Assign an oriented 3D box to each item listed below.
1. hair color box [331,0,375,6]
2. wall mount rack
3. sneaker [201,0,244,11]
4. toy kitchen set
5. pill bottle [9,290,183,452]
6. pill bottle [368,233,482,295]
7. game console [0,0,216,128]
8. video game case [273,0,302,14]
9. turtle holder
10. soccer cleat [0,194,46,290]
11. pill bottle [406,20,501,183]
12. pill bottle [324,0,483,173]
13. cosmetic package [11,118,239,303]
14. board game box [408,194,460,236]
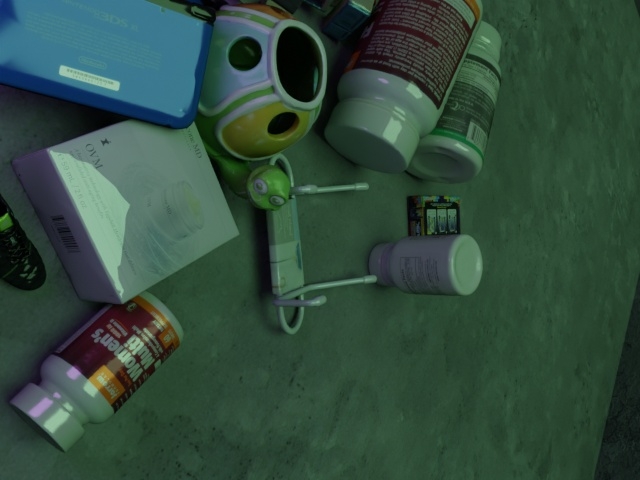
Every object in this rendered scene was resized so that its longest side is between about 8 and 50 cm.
[{"bbox_3d":[0.046,-0.529,1.228,0.141,0.072,0.043,0,90,-45],"label":"hair color box"},{"bbox_3d":[0.000,0.000,1.133,0.304,0.131,0.349,-15,101,-67],"label":"wall mount rack"},{"bbox_3d":[-0.180,-0.432,1.007,0.178,0.072,0.077,21,63,-48],"label":"sneaker"},{"bbox_3d":[-0.026,-0.432,1.150,0.207,0.122,0.165,21,74,-22],"label":"toy kitchen set"},{"bbox_3d":[-0.310,0.178,0.820,0.221,0.121,0.121,-49,121,-34],"label":"pill bottle"},{"bbox_3d":[0.225,0.054,1.276,0.131,0.229,0.131,2,87,-45],"label":"pill bottle"},{"bbox_3d":[-0.313,-0.305,0.797,0.293,0.173,0.249,10,93,-31],"label":"game console"},{"bbox_3d":[-0.182,-0.470,0.885,0.275,0.248,0.035,20,112,-48],"label":"video game case"},{"bbox_3d":[-0.118,-0.234,0.948,0.243,0.228,0.320,37,64,-38],"label":"turtle holder"},{"bbox_3d":[-0.416,-0.008,0.755,0.060,0.072,0.178,-42,117,-37],"label":"soccer cleat"},{"bbox_3d":[0.320,-0.337,1.400,0.204,0.204,0.360,32,66,-39],"label":"pill bottle"},{"bbox_3d":[0.171,-0.355,1.226,0.224,0.224,0.391,36,74,-38],"label":"pill bottle"},{"bbox_3d":[-0.274,-0.059,0.853,0.225,0.138,0.223,-36,113,-41],"label":"cosmetic package"},{"bbox_3d":[0.292,-0.044,1.473,0.170,0.048,0.140,-2,92,-45],"label":"board game box"}]
